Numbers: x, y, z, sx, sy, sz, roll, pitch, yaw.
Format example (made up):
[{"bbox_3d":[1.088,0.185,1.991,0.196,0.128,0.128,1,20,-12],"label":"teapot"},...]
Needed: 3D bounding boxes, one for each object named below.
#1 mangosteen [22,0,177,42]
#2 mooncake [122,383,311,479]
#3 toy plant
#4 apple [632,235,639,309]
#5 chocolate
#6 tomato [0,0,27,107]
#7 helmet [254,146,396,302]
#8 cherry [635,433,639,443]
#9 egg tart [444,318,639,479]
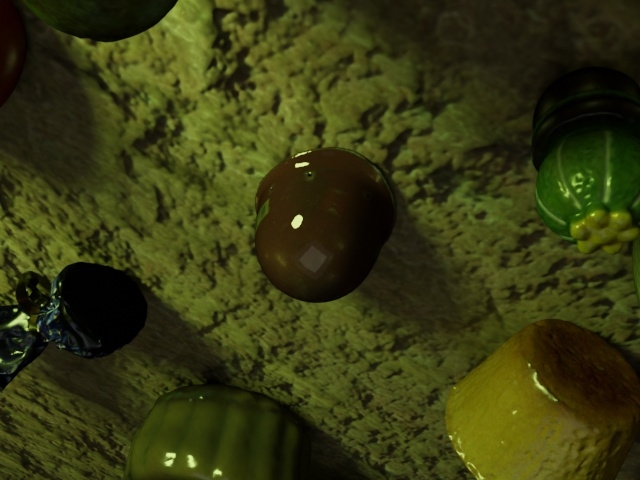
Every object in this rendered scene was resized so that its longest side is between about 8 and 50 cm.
[{"bbox_3d":[-0.115,-0.259,0.302,0.300,0.300,0.300,8,138,7],"label":"mangosteen"},{"bbox_3d":[-0.157,0.354,1.077,0.290,0.161,0.290,8,140,6],"label":"mooncake"},{"bbox_3d":[0.211,-0.060,0.523,0.092,0.162,0.093,9,139,8],"label":"toy plant"},{"bbox_3d":[0.340,0.049,0.599,0.119,0.193,0.265,-6,139,35],"label":"apple"},{"bbox_3d":[-0.386,0.116,0.922,0.343,0.126,0.149,-19,90,34],"label":"chocolate"},{"bbox_3d":[-0.391,-0.167,0.586,0.232,0.140,0.200,6,144,7],"label":"tomato"},{"bbox_3d":[0.000,0.000,0.692,0.155,0.106,0.175,24,133,-12],"label":"helmet"},{"bbox_3d":[0.421,0.201,0.812,0.106,0.087,0.126,34,153,-23],"label":"cherry"},{"bbox_3d":[0.264,0.201,0.777,0.215,0.215,0.171,19,127,-6],"label":"egg tart"}]
